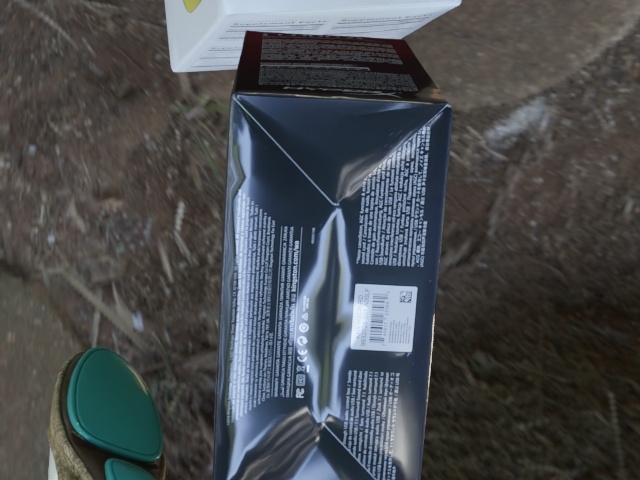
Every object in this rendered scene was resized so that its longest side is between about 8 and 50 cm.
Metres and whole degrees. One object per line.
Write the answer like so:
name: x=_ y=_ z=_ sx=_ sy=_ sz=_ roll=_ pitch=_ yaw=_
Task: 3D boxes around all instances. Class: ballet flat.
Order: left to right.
ballet flat: x=-0.115 y=0.131 z=0.755 sx=0.073 sy=0.206 sz=0.067 roll=29 pitch=106 yaw=-24

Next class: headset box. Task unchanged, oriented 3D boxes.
headset box: x=0.000 y=0.000 z=0.842 sx=0.110 sy=0.293 sz=0.218 roll=3 pitch=105 yaw=-2

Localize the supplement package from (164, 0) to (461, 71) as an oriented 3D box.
supplement package: x=-0.023 y=-0.268 z=1.253 sx=0.198 sy=0.262 sz=0.199 roll=-5 pitch=88 yaw=-15
